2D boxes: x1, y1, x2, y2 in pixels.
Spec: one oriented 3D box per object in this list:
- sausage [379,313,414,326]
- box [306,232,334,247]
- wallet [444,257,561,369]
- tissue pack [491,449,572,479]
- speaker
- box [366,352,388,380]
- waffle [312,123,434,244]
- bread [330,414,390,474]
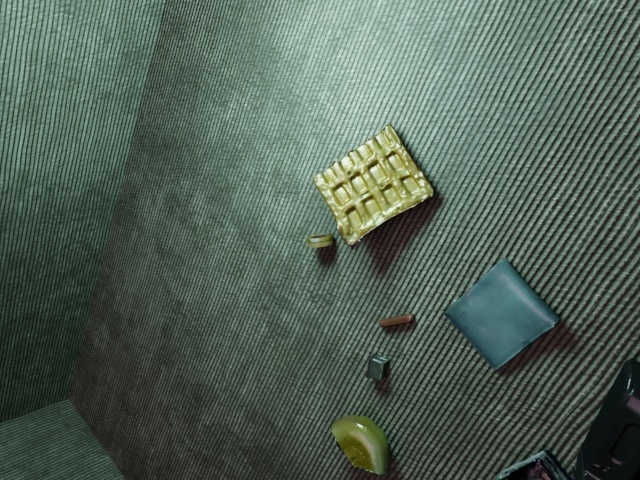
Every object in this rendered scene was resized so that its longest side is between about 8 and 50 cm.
[{"bbox_3d":[0.272,0.289,1.922,0.147,0.030,0.035,-20,83,38],"label":"sausage"},{"bbox_3d":[0.000,0.000,2.044,0.105,0.105,0.037,0,102,38],"label":"box"},{"bbox_3d":[0.561,0.238,1.677,0.251,0.054,0.290,51,125,22],"label":"wallet"},{"bbox_3d":[0.698,0.832,1.621,0.332,0.123,0.245,55,130,22],"label":"tissue pack"},{"bbox_3d":[0.817,0.536,1.423,0.180,0.184,0.388,28,118,32],"label":"speaker"},{"bbox_3d":[0.212,0.470,1.981,0.063,0.060,0.085,14,104,31],"label":"box"},{"bbox_3d":[0.175,-0.185,1.831,0.348,0.077,0.304,-31,78,13],"label":"waffle"},{"bbox_3d":[0.176,0.751,2.001,0.156,0.158,0.261,-46,68,22],"label":"bread"}]
